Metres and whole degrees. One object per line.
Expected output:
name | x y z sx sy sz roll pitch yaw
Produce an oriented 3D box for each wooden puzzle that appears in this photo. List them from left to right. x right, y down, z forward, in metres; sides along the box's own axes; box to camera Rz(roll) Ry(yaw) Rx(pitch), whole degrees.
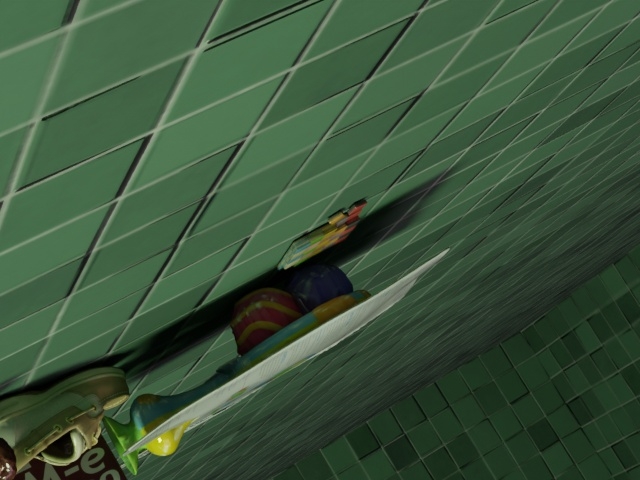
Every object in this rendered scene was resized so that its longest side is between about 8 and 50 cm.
wooden puzzle | 0.000 0.000 0.978 0.049 0.006 0.083 -29 170 -20

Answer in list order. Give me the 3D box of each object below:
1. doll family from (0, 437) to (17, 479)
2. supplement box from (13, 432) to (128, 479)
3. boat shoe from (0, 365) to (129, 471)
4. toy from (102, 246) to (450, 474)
doll family | -0.215 0.174 0.844 0.111 0.076 0.193 -10 143 -28
supplement box | -0.240 0.197 1.029 0.130 0.073 0.239 -24 167 -47
boat shoe | -0.154 0.108 0.924 0.050 0.045 0.135 -37 170 32
toy | -0.038 0.064 1.035 0.237 0.056 0.137 -34 174 -17
